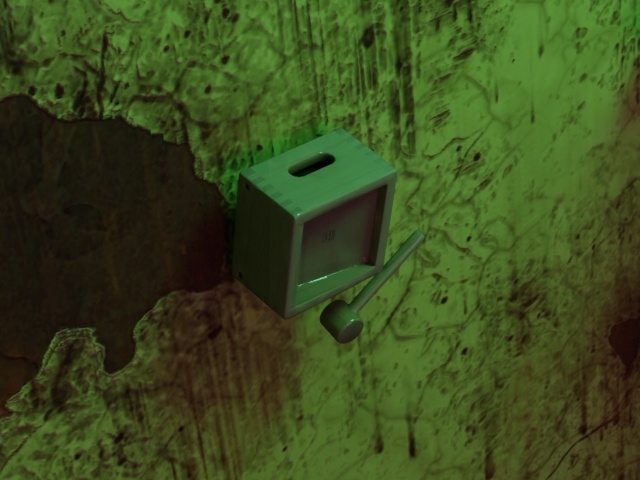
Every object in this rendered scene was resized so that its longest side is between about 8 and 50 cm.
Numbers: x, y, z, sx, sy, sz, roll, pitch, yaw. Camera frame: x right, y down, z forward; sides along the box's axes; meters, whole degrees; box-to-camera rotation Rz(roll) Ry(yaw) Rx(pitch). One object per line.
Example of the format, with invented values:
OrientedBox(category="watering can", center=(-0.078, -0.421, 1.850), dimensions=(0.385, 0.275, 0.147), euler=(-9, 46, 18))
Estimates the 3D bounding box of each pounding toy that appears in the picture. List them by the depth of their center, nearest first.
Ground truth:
OrientedBox(category="pounding toy", center=(0.007, 0.001, 1.711), dimensions=(0.181, 0.094, 0.206), euler=(-26, 140, -33))
